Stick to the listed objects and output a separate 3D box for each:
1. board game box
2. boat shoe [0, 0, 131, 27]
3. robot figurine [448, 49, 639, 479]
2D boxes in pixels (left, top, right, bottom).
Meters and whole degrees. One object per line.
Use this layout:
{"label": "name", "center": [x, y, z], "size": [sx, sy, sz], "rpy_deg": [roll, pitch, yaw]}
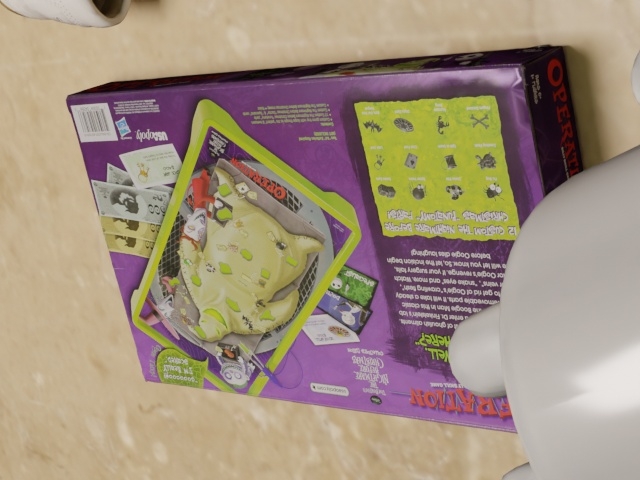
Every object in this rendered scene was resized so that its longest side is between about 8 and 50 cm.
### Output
{"label": "board game box", "center": [0.000, 0.000, 0.788], "size": [0.347, 0.056, 0.208], "rpy_deg": [2, 109, 40]}
{"label": "boat shoe", "center": [-0.148, -0.252, 0.757], "size": [0.096, 0.098, 0.277], "rpy_deg": [21, 133, 32]}
{"label": "robot figurine", "center": [0.211, 0.029, 0.508], "size": [0.353, 0.200, 0.300], "rpy_deg": [-28, 76, 46]}
